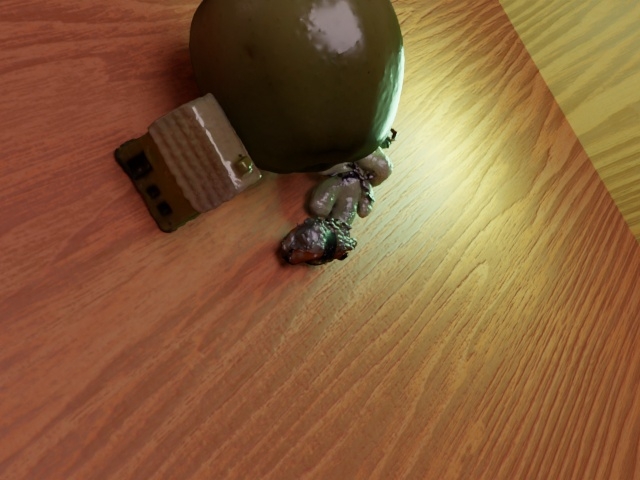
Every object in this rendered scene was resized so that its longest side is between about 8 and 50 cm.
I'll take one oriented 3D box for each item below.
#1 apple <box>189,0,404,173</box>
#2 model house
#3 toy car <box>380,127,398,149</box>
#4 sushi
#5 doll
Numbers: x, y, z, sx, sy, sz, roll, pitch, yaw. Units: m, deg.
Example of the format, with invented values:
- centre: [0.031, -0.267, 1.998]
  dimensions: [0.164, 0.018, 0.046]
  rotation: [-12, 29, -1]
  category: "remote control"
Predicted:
- centre: [-0.038, -0.356, 1.478]
  dimensions: [0.474, 0.474, 0.473]
  rotation: [23, 54, -37]
  category: "apple"
- centre: [-0.222, -0.152, 1.323]
  dimensions: [0.175, 0.234, 0.193]
  rotation: [-35, 98, -49]
  category: "model house"
- centre: [0.147, -0.315, 1.933]
  dimensions: [0.143, 0.054, 0.073]
  rotation: [45, 43, -22]
  category: "toy car"
- centre: [0.002, -0.003, 1.586]
  dimensions: [0.226, 0.103, 0.097]
  rotation: [-2, 55, -49]
  category: "sushi"
- centre: [0.078, -0.140, 1.718]
  dimensions: [0.278, 0.149, 0.175]
  rotation: [-62, 150, -30]
  category: "doll"
